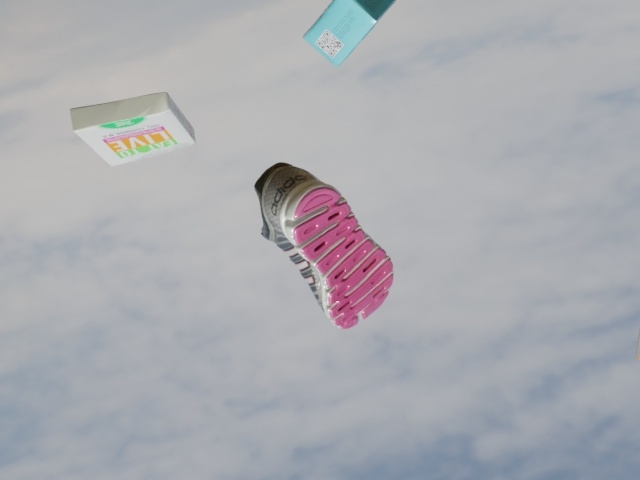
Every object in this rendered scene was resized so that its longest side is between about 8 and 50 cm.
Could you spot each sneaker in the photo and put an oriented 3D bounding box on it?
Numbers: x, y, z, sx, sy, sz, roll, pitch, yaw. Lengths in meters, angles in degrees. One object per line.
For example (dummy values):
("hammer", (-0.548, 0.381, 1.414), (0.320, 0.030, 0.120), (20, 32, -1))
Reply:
("sneaker", (0.000, 0.000, 0.913), (0.063, 0.170, 0.075), (-41, -128, -7))

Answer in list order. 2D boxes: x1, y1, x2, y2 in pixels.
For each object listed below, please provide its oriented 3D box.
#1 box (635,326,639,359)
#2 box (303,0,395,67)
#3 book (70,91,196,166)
("box", (0.329, 0.072, 1.196), (0.028, 0.081, 0.136), (10, 173, 6))
("box", (0.075, -0.329, 1.618), (0.100, 0.060, 0.244), (-44, -173, 46))
("book", (-0.184, -0.114, 1.255), (0.096, 0.035, 0.144), (-11, 171, 4))
